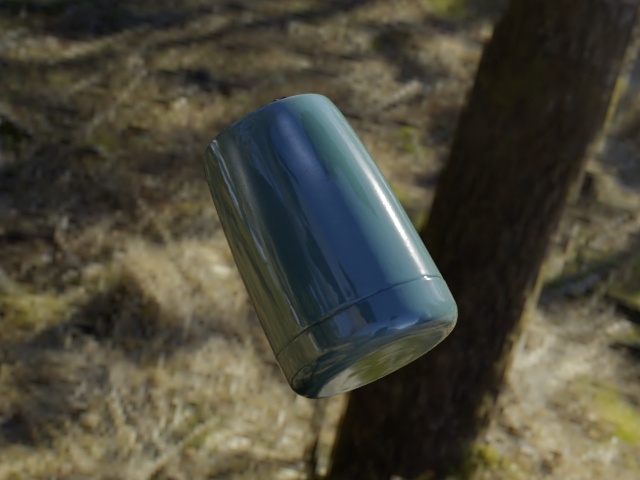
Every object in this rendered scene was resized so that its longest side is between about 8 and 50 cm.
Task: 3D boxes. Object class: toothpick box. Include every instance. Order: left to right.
[{"bbox_3d":[0.000,0.000,1.078,0.120,0.120,0.184,-11,68,-44],"label":"toothpick box"}]
